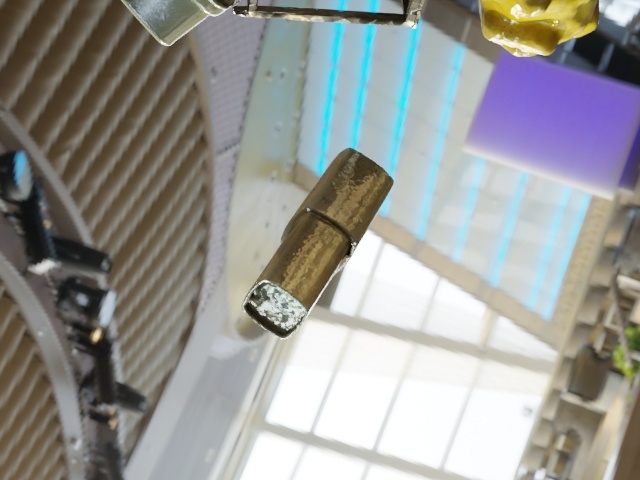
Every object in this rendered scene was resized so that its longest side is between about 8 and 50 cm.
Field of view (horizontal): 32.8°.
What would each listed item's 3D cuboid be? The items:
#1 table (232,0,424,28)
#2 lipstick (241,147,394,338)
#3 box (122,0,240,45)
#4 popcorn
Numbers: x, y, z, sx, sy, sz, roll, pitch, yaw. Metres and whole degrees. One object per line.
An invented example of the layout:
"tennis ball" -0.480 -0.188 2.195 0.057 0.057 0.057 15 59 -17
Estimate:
"table" 0.025 -0.491 1.492 0.335 0.272 0.222 104 166 -55
"lipstick" 0.000 0.000 1.163 0.077 0.079 0.253 -52 4 40
"box" -0.157 -0.335 1.294 0.129 0.148 0.210 -33 18 24
"popcorn" 0.296 -0.404 1.424 0.297 0.280 0.316 59 -143 -75
